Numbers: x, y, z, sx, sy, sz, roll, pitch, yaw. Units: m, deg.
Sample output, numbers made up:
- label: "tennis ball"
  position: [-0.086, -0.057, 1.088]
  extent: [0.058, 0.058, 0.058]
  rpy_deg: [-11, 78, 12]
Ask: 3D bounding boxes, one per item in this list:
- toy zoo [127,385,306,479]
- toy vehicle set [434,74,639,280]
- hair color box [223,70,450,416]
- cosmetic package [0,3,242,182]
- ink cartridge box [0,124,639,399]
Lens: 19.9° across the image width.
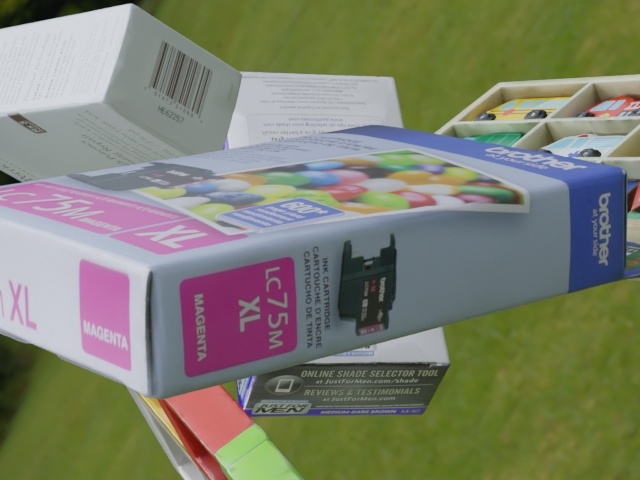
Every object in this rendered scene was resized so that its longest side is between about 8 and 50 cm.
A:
- label: "toy zoo"
  position: [-0.058, 0.126, 1.052]
  extent: [0.030, 0.192, 0.293]
  rpy_deg: [-35, 45, -12]
- label: "toy vehicle set"
  position: [0.150, -0.041, 1.068]
  extent: [0.166, 0.035, 0.267]
  rpy_deg: [-39, 24, -30]
- label: "hair color box"
  position: [0.000, 0.000, 1.762]
  extent: [0.110, 0.185, 0.339]
  rpy_deg: [110, 157, -52]
- label: "cosmetic package"
  position: [-0.181, -0.103, 1.353]
  extent: [0.231, 0.117, 0.086]
  rpy_deg: [-5, 63, 46]
- label: "ink cartridge box"
  position: [0.002, -0.004, 0.832]
  extent: [0.185, 0.311, 0.065]
  rpy_deg: [15, 109, 50]
